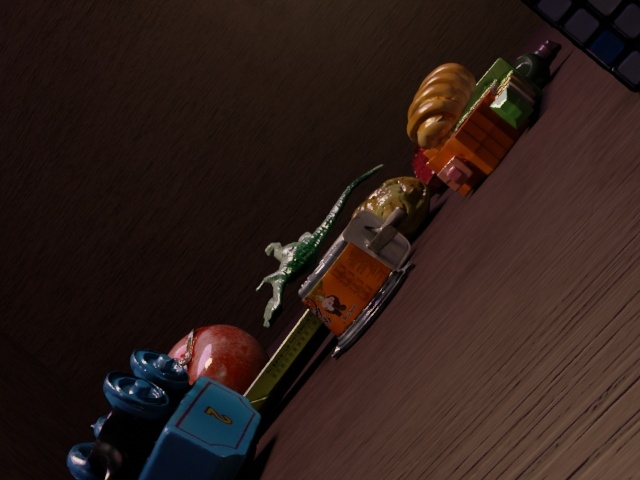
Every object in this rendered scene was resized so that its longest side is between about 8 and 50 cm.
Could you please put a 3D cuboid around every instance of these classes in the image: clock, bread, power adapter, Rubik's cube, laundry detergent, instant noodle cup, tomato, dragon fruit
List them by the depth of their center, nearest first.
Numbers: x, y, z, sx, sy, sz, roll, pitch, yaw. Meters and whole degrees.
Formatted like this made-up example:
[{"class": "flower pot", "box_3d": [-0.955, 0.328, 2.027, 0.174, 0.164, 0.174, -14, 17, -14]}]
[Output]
[{"class": "Rubik's cube", "box_3d": [0.324, -0.290, 1.114, 0.187, 0.182, 0.184, -50, 0, 18]}, {"class": "instant noodle cup", "box_3d": [0.044, 0.081, 1.766, 0.208, 0.125, 0.177, -51, 1, -5]}, {"class": "bread", "box_3d": [0.206, -0.236, 1.830, 0.119, 0.084, 0.177, -47, 11, 43]}, {"class": "clock", "box_3d": [0.279, -0.191, 1.845, 0.220, 0.106, 0.255, -50, 1, 21]}, {"class": "power adapter", "box_3d": [0.089, 0.021, 1.903, 0.205, 0.125, 0.130, -52, 0, 41]}, {"class": "laundry detergent", "box_3d": [0.384, -0.297, 2.018, 0.222, 0.078, 0.144, -48, 3, 7]}, {"class": "bread", "box_3d": [0.148, -0.054, 2.166, 0.152, 0.130, 0.268, -42, -1, -12]}, {"class": "tomato", "box_3d": [-0.217, 0.313, 2.232, 0.270, 0.227, 0.270, -41, 27, 27]}, {"class": "dragon fruit", "box_3d": [0.266, -0.161, 2.316, 0.102, 0.096, 0.147, -62, 26, 31]}]

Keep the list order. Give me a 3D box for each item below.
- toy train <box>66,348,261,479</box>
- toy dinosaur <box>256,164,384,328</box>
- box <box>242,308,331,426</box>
[{"class": "toy train", "box_3d": [-0.231, 0.313, 1.634, 0.188, 0.265, 0.300, -62, 0, 9]}, {"class": "toy dinosaur", "box_3d": [-0.029, -0.006, 1.958, 0.129, 0.076, 0.383, 8, 63, 50]}, {"class": "box", "box_3d": [-0.056, 0.229, 2.026, 0.311, 0.043, 0.173, -53, -12, -4]}]
